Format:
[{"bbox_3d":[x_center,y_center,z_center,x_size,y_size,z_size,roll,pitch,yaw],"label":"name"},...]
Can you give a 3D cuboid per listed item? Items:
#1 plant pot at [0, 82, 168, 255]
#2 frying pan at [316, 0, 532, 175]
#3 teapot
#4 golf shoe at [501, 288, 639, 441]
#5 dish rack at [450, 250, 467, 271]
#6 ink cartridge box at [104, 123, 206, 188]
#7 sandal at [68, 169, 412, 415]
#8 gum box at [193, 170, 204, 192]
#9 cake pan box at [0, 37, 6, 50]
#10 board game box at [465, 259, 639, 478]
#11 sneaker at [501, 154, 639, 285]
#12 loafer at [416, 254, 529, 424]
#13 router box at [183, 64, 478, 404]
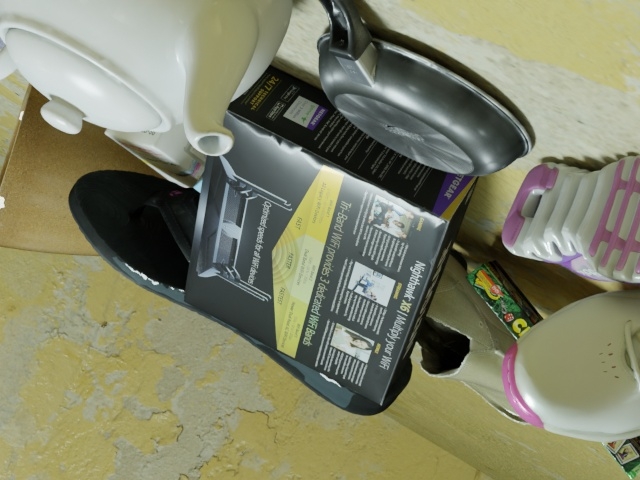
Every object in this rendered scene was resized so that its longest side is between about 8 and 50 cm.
[{"bbox_3d":[-0.283,-0.075,1.821,0.254,0.237,0.237,16,172,-14],"label":"plant pot"},{"bbox_3d":[0.067,-0.124,1.089,0.197,0.053,0.326,25,172,17],"label":"frying pan"},{"bbox_3d":[-0.161,-0.168,1.089,0.252,0.187,0.256,31,170,-6],"label":"teapot"},{"bbox_3d":[0.284,0.071,1.020,0.306,0.115,0.140,-8,163,-15],"label":"golf shoe"},{"bbox_3d":[0.068,0.043,1.711,0.208,0.074,0.271,29,160,6],"label":"dish rack"},{"bbox_3d":[-0.174,-0.116,1.671,0.198,0.067,0.115,38,166,-38],"label":"ink cartridge box"},{"bbox_3d":[-0.078,0.028,1.610,0.445,0.167,0.107,32,126,2],"label":"sandal"},{"bbox_3d":[-0.027,-0.041,1.518,0.184,0.041,0.157,38,146,-13],"label":"gum box"},{"bbox_3d":[-0.283,-0.233,1.424,0.266,0.070,0.246,22,165,33],"label":"cake pan box"},{"bbox_3d":[0.249,0.128,1.462,0.260,0.030,0.136,51,-173,6],"label":"board game box"},{"bbox_3d":[0.241,-0.005,1.083,0.104,0.095,0.236,26,176,-21],"label":"sneaker"},{"bbox_3d":[0.160,0.122,1.540,0.268,0.092,0.102,46,146,-22],"label":"loafer"},{"bbox_3d":[0.000,0.000,1.380,0.242,0.081,0.309,28,141,10],"label":"router box"}]
